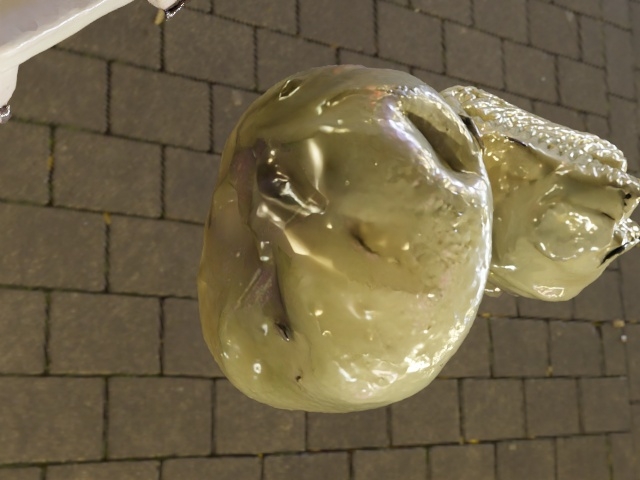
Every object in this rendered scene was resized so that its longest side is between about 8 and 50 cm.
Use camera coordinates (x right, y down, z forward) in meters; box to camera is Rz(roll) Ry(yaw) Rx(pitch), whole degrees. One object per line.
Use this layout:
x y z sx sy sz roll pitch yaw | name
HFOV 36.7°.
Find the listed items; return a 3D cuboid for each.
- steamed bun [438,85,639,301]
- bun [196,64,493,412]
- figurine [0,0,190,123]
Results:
0.241 -0.044 1.277 0.346 0.394 0.237 8 112 -25 | steamed bun
-0.002 -0.004 0.713 0.168 0.273 0.273 14 73 -36 | bun
-0.058 -0.166 0.313 0.182 0.256 0.145 -19 77 -44 | figurine
